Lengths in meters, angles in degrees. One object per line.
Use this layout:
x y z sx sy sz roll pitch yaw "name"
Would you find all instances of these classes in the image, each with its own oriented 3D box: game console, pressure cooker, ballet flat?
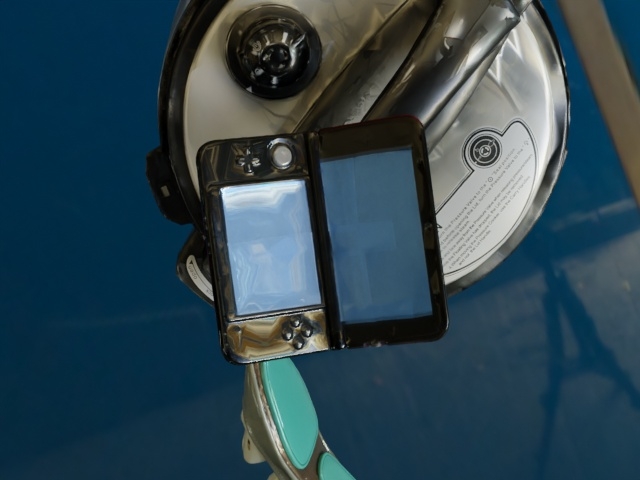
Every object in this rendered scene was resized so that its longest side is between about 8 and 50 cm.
0.000 0.000 0.960 0.124 0.144 0.085 -7 179 -29 "game console"
0.029 -0.125 1.399 0.375 0.370 0.420 -4 -165 -3 "pressure cooker"
-0.024 0.170 1.189 0.068 0.213 0.072 -17 -151 26 "ballet flat"
